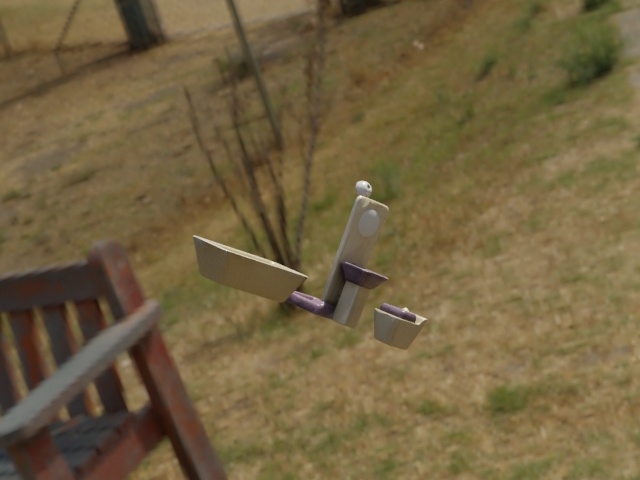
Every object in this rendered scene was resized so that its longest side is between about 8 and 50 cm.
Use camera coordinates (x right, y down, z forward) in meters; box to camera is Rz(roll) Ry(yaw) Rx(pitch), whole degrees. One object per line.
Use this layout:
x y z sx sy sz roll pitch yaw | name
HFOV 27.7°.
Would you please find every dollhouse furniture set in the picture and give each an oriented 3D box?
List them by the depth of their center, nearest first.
0.000 0.000 0.711 0.114 0.081 0.091 20 1 -44 | dollhouse furniture set
